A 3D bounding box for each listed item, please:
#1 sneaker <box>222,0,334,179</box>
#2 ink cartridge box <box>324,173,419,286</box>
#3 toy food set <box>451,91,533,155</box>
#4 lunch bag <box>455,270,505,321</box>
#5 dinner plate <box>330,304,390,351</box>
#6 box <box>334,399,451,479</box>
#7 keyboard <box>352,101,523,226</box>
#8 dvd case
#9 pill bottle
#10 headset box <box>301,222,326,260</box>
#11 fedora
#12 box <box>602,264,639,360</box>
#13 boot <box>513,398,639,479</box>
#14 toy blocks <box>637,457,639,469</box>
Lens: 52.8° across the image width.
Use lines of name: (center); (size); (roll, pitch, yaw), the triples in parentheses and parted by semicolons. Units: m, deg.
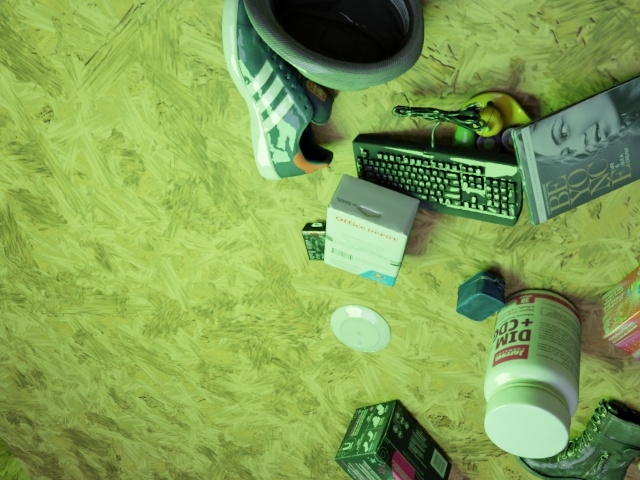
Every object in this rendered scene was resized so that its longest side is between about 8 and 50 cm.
sneaker: (-0.057, -0.266, 1.090); (0.148, 0.131, 0.350); (-2, 130, 16)
ink cartridge box: (0.090, -0.014, 1.191); (0.148, 0.086, 0.203); (20, 151, 9)
toy food set: (0.276, -0.132, 1.070); (0.128, 0.071, 0.218); (11, 129, 16)
lunch bag: (0.309, 0.102, 1.237); (0.067, 0.065, 0.098); (27, 139, -17)
dinner plate: (0.088, 0.202, 1.445); (0.141, 0.017, 0.141); (13, 131, 15)
box: (0.178, 0.536, 1.561); (0.142, 0.163, 0.247); (-25, 112, 40)
keyboard: (0.184, -0.136, 1.070); (0.317, 0.033, 0.202); (14, 125, 37)
dvd case: (0.403, -0.135, 0.968); (0.221, 0.018, 0.165); (-23, 119, -2)
pill bottle: (0.383, 0.234, 1.161); (0.160, 0.283, 0.160); (12, 129, 15)
headset box: (0.000, 0.000, 1.318); (0.062, 0.032, 0.083); (0, 124, 24)
fedora: (0.017, -0.324, 0.972); (0.275, 0.244, 0.124); (21, 160, -4)
box: (0.601, 0.088, 1.060); (0.128, 0.123, 0.257); (32, 131, -1)
boot: (0.564, 0.419, 1.367); (0.262, 0.091, 0.229); (15, 124, 8)
toy blocks: (0.794, 0.529, 1.202); (0.308, 0.289, 0.260); (30, 137, 4)
